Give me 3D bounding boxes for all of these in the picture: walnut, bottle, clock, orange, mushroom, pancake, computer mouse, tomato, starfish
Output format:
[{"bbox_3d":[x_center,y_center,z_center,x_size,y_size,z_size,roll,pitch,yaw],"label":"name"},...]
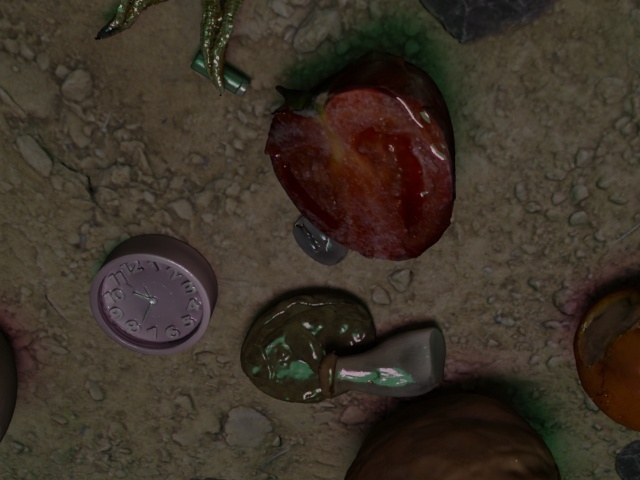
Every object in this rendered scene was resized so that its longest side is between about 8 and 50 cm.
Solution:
[{"bbox_3d":[0.220,0.433,1.149,0.382,0.381,0.381,1,118,2],"label":"walnut"},{"bbox_3d":[-0.140,-0.235,0.972,0.083,0.030,0.030,29,115,-13],"label":"bottle"},{"bbox_3d":[-0.272,0.091,1.130,0.197,0.068,0.196,1,118,2],"label":"clock"},{"bbox_3d":[0.513,0.179,1.048,0.240,0.240,0.239,1,118,2],"label":"orange"},{"bbox_3d":[0.108,0.214,1.156,0.225,0.093,0.116,-13,106,0],"label":"mushroom"},{"bbox_3d":[-0.015,0.184,1.180,0.242,0.050,0.241,-3,121,-5],"label":"pancake"},{"bbox_3d":[0.000,0.001,1.085,0.096,0.039,0.066,41,112,-17],"label":"computer mouse"},{"bbox_3d":[0.087,-0.127,0.945,0.309,0.170,0.309,24,147,17],"label":"tomato"},{"bbox_3d":[-0.119,-0.359,0.879,0.358,0.078,0.347,12,117,-4],"label":"starfish"}]

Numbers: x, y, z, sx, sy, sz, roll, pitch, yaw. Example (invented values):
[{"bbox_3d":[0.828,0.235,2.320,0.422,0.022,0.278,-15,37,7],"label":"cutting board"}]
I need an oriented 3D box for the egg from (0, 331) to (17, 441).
[{"bbox_3d":[-0.642,0.268,1.096,0.279,0.336,0.278,-1,123,-1],"label":"egg"}]
